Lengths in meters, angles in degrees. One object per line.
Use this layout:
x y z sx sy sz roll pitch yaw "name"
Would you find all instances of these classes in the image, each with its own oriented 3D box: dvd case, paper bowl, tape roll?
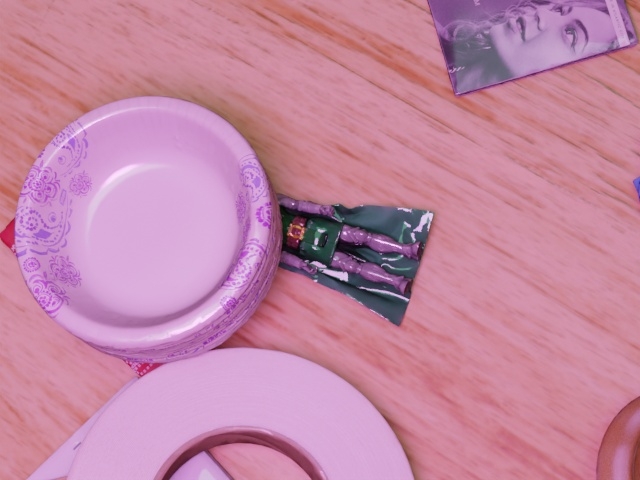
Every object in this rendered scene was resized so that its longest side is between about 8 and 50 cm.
0.244 -0.276 1.680 0.221 0.018 0.164 -15 77 4 "dvd case"
-0.182 -0.005 1.572 0.284 0.148 0.284 -3 73 9 "paper bowl"
-0.087 0.308 1.527 0.392 0.072 0.392 2 70 -5 "tape roll"

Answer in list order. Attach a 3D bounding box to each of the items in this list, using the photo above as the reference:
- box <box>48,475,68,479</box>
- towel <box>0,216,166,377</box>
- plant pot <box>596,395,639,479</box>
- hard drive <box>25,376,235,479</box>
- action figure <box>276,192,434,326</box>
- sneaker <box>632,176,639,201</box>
-0.269 0.341 1.577 0.201 0.021 0.164 -13 76 5 "box"
-0.225 0.010 1.671 0.275 0.031 0.199 43 87 15 "towel"
0.405 0.261 1.491 0.236 0.032 0.236 6 64 -13 "plant pot"
-0.178 0.334 1.598 0.203 0.040 0.307 -44 76 -3 "hard drive"
0.000 0.000 1.636 0.232 0.063 0.137 16 84 14 "action figure"
0.398 -0.031 1.594 0.082 0.069 0.209 -4 86 40 "sneaker"
